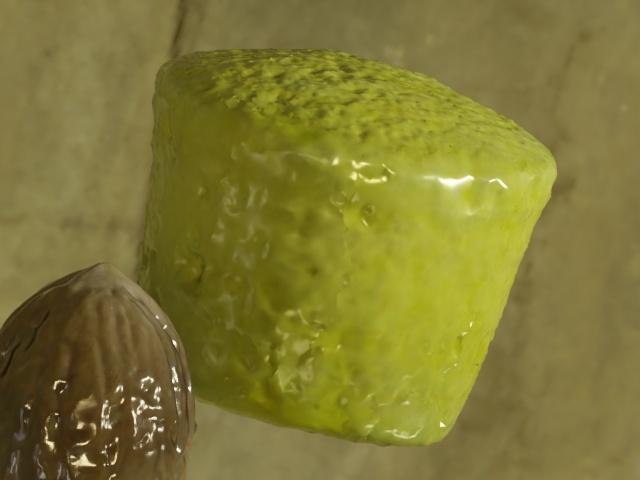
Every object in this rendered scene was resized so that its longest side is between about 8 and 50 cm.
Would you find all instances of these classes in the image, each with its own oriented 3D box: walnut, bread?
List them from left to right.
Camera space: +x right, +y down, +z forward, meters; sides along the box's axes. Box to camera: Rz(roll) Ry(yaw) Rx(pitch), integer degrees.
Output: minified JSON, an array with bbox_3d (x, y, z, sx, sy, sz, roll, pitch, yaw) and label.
[{"bbox_3d":[-0.166,0.128,1.356,0.178,0.178,0.230,4,98,-52],"label":"walnut"},{"bbox_3d":[0.000,0.000,1.673,0.348,0.348,0.307,0,112,-52],"label":"bread"}]
